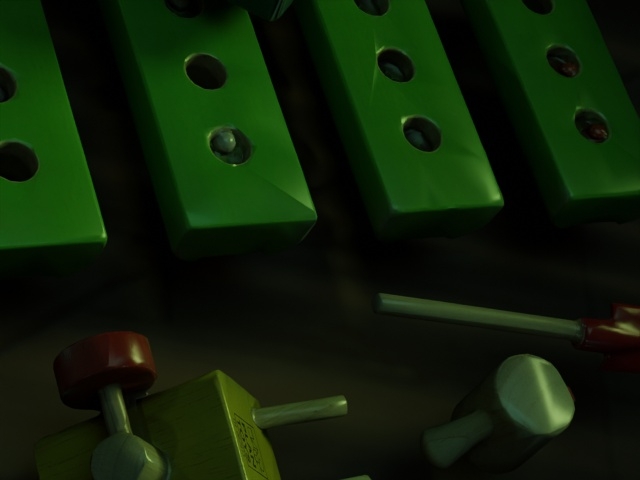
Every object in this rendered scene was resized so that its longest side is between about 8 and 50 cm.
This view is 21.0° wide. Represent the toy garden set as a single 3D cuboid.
[{"bbox_3d":[0.000,0.000,0.537,0.244,0.049,0.204,-5,62,-29],"label":"toy garden set"}]

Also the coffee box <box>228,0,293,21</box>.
[{"bbox_3d":[-0.070,-0.147,0.557,0.184,0.040,0.113,27,40,6],"label":"coffee box"}]
